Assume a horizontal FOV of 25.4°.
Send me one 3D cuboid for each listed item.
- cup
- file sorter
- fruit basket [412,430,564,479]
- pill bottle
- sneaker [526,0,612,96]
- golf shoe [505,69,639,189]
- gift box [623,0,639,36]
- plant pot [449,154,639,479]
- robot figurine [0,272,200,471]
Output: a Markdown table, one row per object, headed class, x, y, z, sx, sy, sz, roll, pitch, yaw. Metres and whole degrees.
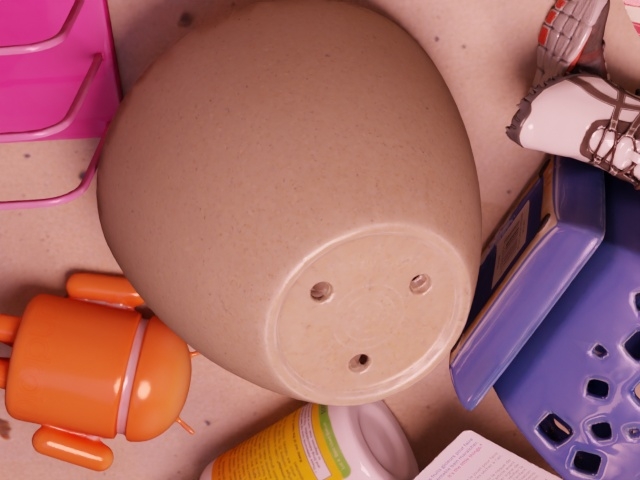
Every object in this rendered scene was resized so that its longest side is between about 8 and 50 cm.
| class | x | y | z | sx | sy | sz | roll | pitch | yaw |
| --- | --- | --- | --- | --- | --- | --- | --- | --- | --- |
| cup | 0.000 | 0.000 | 1.162 | 0.331 | 0.237 | 0.331 | -10 | 124 | -15 |
| file sorter | -0.294 | -0.183 | 1.171 | 0.202 | 0.182 | 0.291 | -3 | 118 | 5 |
| fruit basket | 0.168 | 0.348 | 1.420 | 0.353 | 0.165 | 0.327 | 32 | 116 | -21 |
| pill bottle | -0.036 | 0.255 | 1.418 | 0.245 | 0.136 | 0.136 | -32 | 112 | 19 |
| sneaker | 0.225 | -0.151 | 1.235 | 0.064 | 0.061 | 0.158 | 2 | 125 | -23 |
| golf shoe | 0.253 | -0.089 | 1.197 | 0.198 | 0.094 | 0.077 | -1 | 129 | -27 |
| gift box | 0.355 | -0.223 | 1.064 | 0.255 | 0.258 | 0.276 | -29 | 114 | 17 |
| plant pot | 0.248 | 0.062 | 1.248 | 0.212 | 0.236 | 0.236 | 30 | 117 | -4 |
| robot figurine | -0.220 | 0.125 | 1.365 | 0.219 | 0.158 | 0.128 | 11 | 136 | -3 |
